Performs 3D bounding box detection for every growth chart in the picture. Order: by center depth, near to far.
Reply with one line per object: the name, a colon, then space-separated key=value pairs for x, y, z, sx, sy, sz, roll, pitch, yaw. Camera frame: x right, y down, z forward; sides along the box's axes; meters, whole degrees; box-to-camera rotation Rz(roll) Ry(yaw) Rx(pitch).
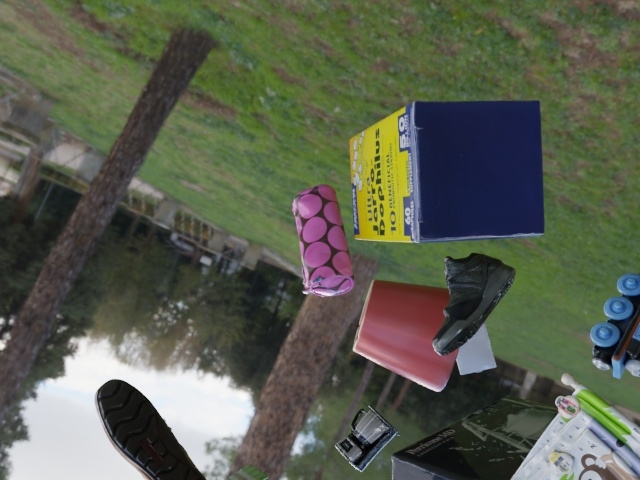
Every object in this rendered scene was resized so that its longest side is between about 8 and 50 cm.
growth chart: x=0.340 y=0.317 z=0.876 sx=0.172 sy=0.237 sz=0.021 roll=33 pitch=-164 yaw=30

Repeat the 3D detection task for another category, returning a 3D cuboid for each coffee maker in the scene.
coffee maker: x=0.157 y=0.648 z=2.165 sx=0.171 sy=0.178 sz=0.120 roll=47 pitch=174 yaw=-23

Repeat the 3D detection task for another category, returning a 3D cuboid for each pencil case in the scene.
pencil case: x=0.000 y=0.000 z=1.279 sx=0.098 sy=0.209 sz=0.095 roll=-18 pitch=150 yaw=15

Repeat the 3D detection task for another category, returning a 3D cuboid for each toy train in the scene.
toy train: x=0.490 y=0.129 z=1.032 sx=0.105 sy=0.184 sz=0.080 roll=21 pitch=154 yaw=38

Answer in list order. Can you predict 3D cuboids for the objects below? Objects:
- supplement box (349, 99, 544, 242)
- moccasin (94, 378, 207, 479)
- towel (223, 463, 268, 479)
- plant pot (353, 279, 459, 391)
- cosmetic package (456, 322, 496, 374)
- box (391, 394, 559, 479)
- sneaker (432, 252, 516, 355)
supplement box: x=0.183 y=-0.098 z=1.088 sx=0.195 sy=0.194 sz=0.356 roll=-3 pitch=-179 yaw=-11
moccasin: x=-0.415 y=0.502 z=1.658 sx=0.380 sy=0.139 sz=0.147 roll=46 pitch=154 yaw=-3
towel: x=-0.216 y=0.629 z=1.709 sx=0.113 sy=0.152 sz=0.023 roll=-1 pitch=111 yaw=60
plant pot: x=0.224 y=0.225 z=1.735 sx=0.243 sy=0.275 sz=0.275 roll=17 pitch=173 yaw=4
cosmetic package: x=0.488 y=0.323 z=2.197 sx=0.127 sy=0.107 sz=0.238 roll=-14 pitch=132 yaw=10
box: x=0.485 y=0.584 z=1.453 sx=0.479 sy=0.298 sz=0.471 roll=-9 pitch=-171 yaw=-42
sneaker: x=0.276 y=0.118 z=1.354 sx=0.130 sy=0.228 sz=0.087 roll=34 pitch=173 yaw=30
